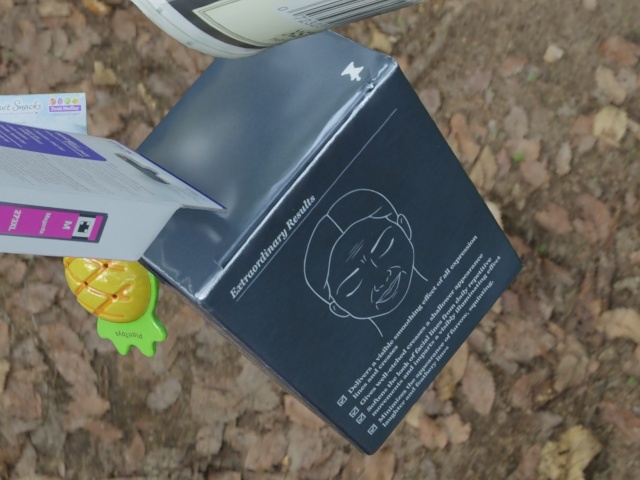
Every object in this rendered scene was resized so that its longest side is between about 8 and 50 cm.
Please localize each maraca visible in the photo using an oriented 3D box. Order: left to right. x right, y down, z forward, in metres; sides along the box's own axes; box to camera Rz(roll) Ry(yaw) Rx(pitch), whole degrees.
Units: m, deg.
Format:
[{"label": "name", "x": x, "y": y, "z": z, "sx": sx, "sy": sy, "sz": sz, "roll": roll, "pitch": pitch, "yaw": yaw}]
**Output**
[{"label": "maraca", "x": -0.235, "y": 0.050, "z": 1.333, "sx": 0.127, "sy": 0.185, "sz": 0.099, "roll": 1, "pitch": 23, "yaw": 36}]

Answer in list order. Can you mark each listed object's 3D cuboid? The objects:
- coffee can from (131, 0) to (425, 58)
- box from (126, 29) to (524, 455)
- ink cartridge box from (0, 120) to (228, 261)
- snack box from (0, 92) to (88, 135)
[{"label": "coffee can", "x": 0.058, "y": -0.197, "z": 0.420, "sx": 0.275, "sy": 0.201, "sz": 0.201, "roll": -11, "pitch": 55, "yaw": 28}, {"label": "box", "x": 0.000, "y": 0.000, "z": 1.243, "sx": 0.212, "sy": 0.395, "sz": 0.293, "roll": 33, "pitch": 79, "yaw": 40}, {"label": "ink cartridge box", "x": -0.264, "y": -0.051, "z": 0.923, "sx": 0.176, "sy": 0.069, "sz": 0.371, "roll": 31, "pitch": 18, "yaw": 37}, {"label": "snack box", "x": -0.400, "y": -0.139, "z": 1.407, "sx": 0.175, "sy": 0.207, "sz": 0.070, "roll": -6, "pitch": 96, "yaw": -31}]
